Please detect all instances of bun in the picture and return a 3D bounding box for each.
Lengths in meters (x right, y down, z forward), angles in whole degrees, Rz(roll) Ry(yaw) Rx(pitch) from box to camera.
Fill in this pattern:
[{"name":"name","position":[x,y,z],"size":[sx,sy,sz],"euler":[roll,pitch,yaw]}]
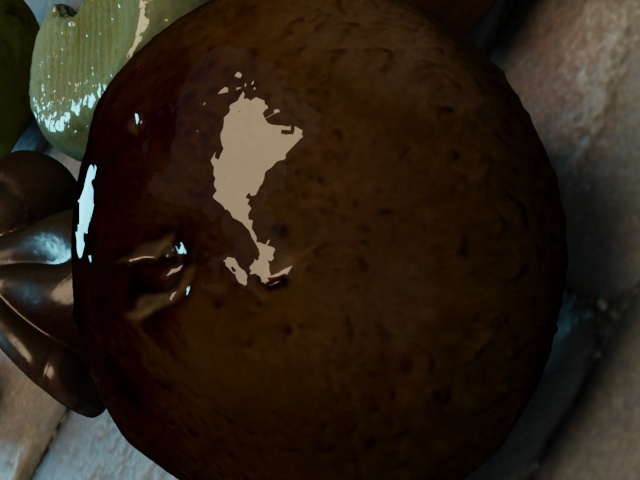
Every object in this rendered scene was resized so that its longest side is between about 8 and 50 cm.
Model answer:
[{"name":"bun","position":[-0.138,-0.155,1.364],"size":[0.212,0.126,0.204],"euler":[-12,64,52]}]

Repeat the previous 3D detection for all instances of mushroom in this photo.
[{"name":"mushroom","position":[-0.004,0.020,1.090],"size":[0.334,0.356,0.331],"euler":[4,81,16]}]

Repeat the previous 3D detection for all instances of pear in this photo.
[{"name":"pear","position":[-0.342,-0.159,1.542],"size":[0.200,0.200,0.200],"euler":[-23,57,39]}]

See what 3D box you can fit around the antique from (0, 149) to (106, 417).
[{"name":"antique","position":[-0.213,0.015,1.373],"size":[0.143,0.121,0.257],"euler":[-54,42,3]}]

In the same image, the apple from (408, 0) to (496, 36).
[{"name":"apple","position":[0.044,-0.217,1.150],"size":[0.188,0.188,0.174],"euler":[25,97,50]}]
